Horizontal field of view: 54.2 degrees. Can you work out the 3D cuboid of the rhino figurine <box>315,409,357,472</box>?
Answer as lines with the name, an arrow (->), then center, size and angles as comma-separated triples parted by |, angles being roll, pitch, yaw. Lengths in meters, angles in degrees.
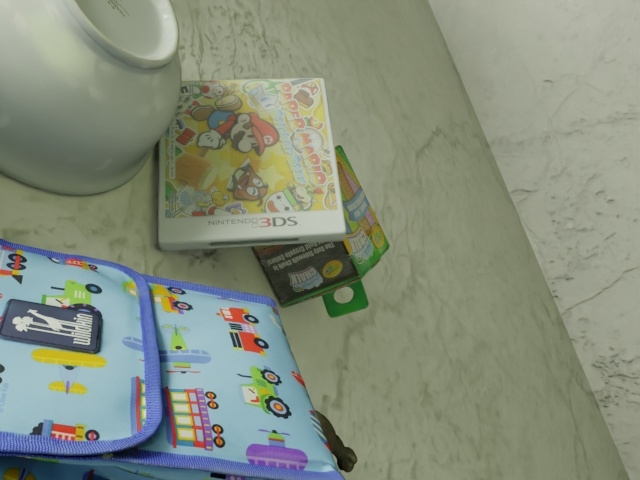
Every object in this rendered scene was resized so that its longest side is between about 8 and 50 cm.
rhino figurine -> -0.027, 0.291, 0.662 | 0.106, 0.073, 0.243 | 51, 39, -37

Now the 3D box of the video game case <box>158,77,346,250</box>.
video game case -> -0.085, -0.098, 0.738 | 0.026, 0.207, 0.226 | 101, -16, -62

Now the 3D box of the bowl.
bowl -> -0.233, -0.202, 0.602 | 0.298, 0.134, 0.297 | 39, 40, -42

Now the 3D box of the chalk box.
chalk box -> 0.000, 0.000, 0.855 | 0.213, 0.132, 0.132 | 64, 29, -8

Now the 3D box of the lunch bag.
lunch bag -> -0.160, 0.107, 0.451 | 0.293, 0.138, 0.221 | 25, 19, -30
